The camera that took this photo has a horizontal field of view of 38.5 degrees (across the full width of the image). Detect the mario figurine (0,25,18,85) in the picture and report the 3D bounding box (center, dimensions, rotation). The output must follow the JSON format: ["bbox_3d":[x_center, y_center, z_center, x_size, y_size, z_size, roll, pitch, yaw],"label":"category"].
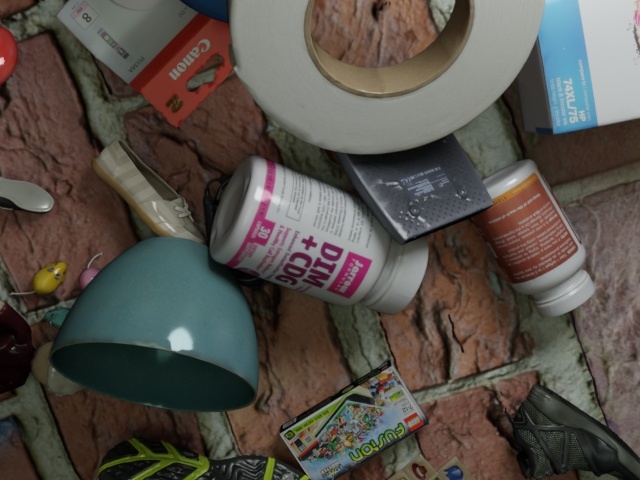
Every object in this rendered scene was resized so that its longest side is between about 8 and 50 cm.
[{"bbox_3d":[-0.564,-0.330,1.280,0.320,0.170,0.198,39,132,3],"label":"mario figurine"}]

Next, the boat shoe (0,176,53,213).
[{"bbox_3d":[-0.466,-0.065,1.389,0.125,0.038,0.046,14,57,-7],"label":"boat shoe"}]

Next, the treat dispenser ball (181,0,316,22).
[{"bbox_3d":[-0.095,-0.429,1.201,0.288,0.288,0.288,0,99,1],"label":"treat dispenser ball"}]

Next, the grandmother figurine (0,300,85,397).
[{"bbox_3d":[-0.513,0.159,1.398,0.342,0.104,0.207,16,130,-5],"label":"grandmother figurine"}]

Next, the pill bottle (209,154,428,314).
[{"bbox_3d":[0.000,0.000,1.307,0.283,0.160,0.160,21,99,-19],"label":"pill bottle"}]

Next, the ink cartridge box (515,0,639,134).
[{"bbox_3d":[0.416,-0.268,1.264,0.270,0.198,0.197,-11,98,3],"label":"ink cartridge box"}]

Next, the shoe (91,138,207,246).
[{"bbox_3d":[-0.245,-0.062,1.367,0.219,0.076,0.058,43,102,-3],"label":"shoe"}]

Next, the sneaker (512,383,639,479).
[{"bbox_3d":[0.392,0.333,1.415,0.228,0.087,0.130,32,100,-1],"label":"sneaker"}]

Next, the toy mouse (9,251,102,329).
[{"bbox_3d":[-0.378,0.094,1.415,0.161,0.031,0.143,-37,96,6],"label":"toy mouse"}]

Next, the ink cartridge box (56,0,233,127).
[{"bbox_3d":[-0.237,-0.311,1.341,0.189,0.066,0.232,-44,91,6],"label":"ink cartridge box"}]

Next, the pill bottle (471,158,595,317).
[{"bbox_3d":[0.310,0.000,1.345,0.121,0.121,0.216,-31,97,5],"label":"pill bottle"}]

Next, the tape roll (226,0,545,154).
[{"bbox_3d":[0.077,-0.281,1.120,0.392,0.072,0.392,-6,131,-7],"label":"tape roll"}]

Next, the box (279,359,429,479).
[{"bbox_3d":[0.053,0.289,1.436,0.207,0.036,0.114,-33,97,5],"label":"box"}]

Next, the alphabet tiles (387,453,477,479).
[{"bbox_3d":[0.193,0.465,1.475,0.198,0.009,0.237,-41,96,7],"label":"alphabet tiles"}]

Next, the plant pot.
[{"bbox_3d":[-0.219,0.110,1.318,0.290,0.290,0.195,9,63,0],"label":"plant pot"}]

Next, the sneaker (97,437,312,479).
[{"bbox_3d":[-0.154,0.417,1.423,0.385,0.145,0.147,18,132,0],"label":"sneaker"}]

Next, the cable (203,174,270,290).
[{"bbox_3d":[-0.099,-0.014,1.393,0.151,0.047,0.184,-7,102,-6],"label":"cable"}]

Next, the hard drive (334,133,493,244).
[{"bbox_3d":[0.111,-0.118,1.294,0.172,0.054,0.254,-21,69,-25],"label":"hard drive"}]
